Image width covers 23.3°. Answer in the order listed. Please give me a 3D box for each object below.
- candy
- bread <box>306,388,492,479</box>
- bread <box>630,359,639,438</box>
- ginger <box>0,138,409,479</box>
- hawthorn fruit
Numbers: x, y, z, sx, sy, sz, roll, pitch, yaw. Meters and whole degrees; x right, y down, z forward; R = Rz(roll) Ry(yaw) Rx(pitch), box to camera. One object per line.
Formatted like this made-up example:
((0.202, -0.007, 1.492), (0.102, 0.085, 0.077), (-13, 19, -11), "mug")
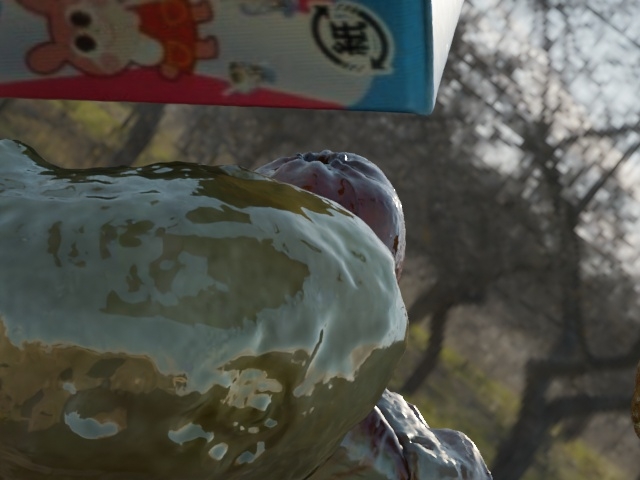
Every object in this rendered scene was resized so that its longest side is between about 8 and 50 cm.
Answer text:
((-0.081, -0.145, 0.804), (0.305, 0.100, 0.157), (3, 37, 12), "candy")
((-0.053, 0.218, 1.181), (0.327, 0.295, 0.114), (29, 17, -40), "bread")
((0.354, 0.127, 1.192), (0.236, 0.198, 0.120), (36, -27, -18), "bread")
((-0.067, 0.033, 0.572), (0.267, 0.138, 0.152), (16, 22, -31), "ginger")
((0.000, 0.000, 1.002), (0.128, 0.128, 0.128), (38, 3, -2), "hawthorn fruit")
